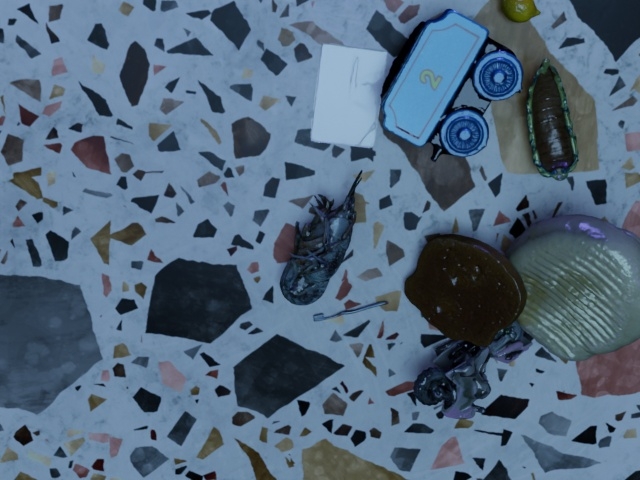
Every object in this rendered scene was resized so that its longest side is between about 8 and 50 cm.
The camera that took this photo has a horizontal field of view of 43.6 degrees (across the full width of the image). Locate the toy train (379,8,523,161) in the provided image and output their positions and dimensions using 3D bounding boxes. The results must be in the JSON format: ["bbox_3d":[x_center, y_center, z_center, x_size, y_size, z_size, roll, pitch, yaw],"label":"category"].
[{"bbox_3d":[0.278,-0.336,1.762,0.265,0.188,0.300,28,108,-4],"label":"toy train"}]

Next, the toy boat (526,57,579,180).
[{"bbox_3d":[0.521,-0.283,1.823,0.108,0.099,0.293,-15,115,3],"label":"toy boat"}]

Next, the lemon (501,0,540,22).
[{"bbox_3d":[0.441,-0.514,1.764,0.092,0.065,0.065,19,106,-4],"label":"lemon"}]

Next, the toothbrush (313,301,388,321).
[{"bbox_3d":[0.076,0.176,2.001,0.193,0.013,0.019,-12,98,4],"label":"toothbrush"}]

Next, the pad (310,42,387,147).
[{"bbox_3d":[0.064,-0.334,1.847,0.156,0.004,0.232,6,107,-2],"label":"pad"}]

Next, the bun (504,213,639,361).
[{"bbox_3d":[0.611,0.090,1.857,0.365,0.219,0.365,17,124,27],"label":"bun"}]

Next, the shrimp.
[{"bbox_3d":[0.000,0.002,1.866,0.137,0.172,0.372,16,114,0],"label":"shrimp"}]

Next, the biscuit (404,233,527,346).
[{"bbox_3d":[0.345,0.117,1.902,0.273,0.049,0.257,38,122,19],"label":"biscuit"}]

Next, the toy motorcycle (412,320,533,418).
[{"bbox_3d":[0.389,0.324,1.995,0.327,0.143,0.188,-36,113,-5],"label":"toy motorcycle"}]
